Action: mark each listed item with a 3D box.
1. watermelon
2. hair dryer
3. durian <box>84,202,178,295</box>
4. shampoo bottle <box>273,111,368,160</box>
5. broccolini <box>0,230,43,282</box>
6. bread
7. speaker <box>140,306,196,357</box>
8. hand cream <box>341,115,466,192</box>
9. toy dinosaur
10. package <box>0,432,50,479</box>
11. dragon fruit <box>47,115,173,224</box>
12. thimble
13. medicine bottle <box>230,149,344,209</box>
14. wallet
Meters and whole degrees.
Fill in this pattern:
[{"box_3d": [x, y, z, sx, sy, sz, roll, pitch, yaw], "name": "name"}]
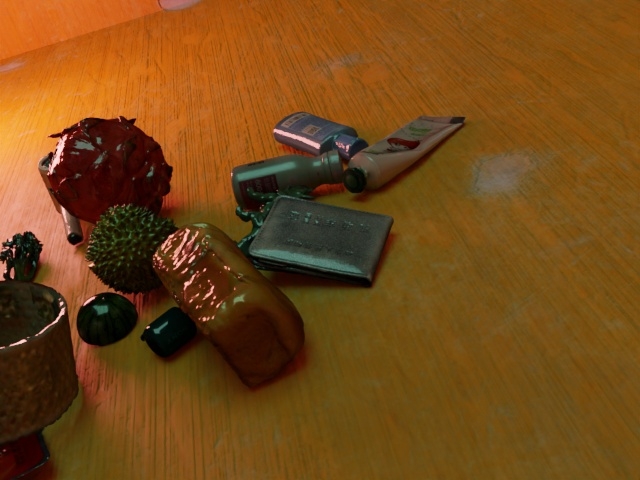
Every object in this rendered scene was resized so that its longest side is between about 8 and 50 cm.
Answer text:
[{"box_3d": [-0.367, 0.125, 1.374, 0.105, 0.062, 0.105, -5, 37, 4], "name": "watermelon"}, {"box_3d": [-0.550, -0.074, 1.738, 0.073, 0.131, 0.236, -18, 45, -7], "name": "hair dryer"}, {"box_3d": [-0.317, 0.021, 1.425, 0.146, 0.198, 0.159, 9, 83, 34], "name": "durian"}, {"box_3d": [0.006, -0.220, 1.740, 0.104, 0.061, 0.258, -31, 34, -24], "name": "shampoo bottle"}, {"box_3d": [-0.598, 0.045, 1.609, 0.091, 0.068, 0.203, -5, 29, -18], "name": "broccolini"}, {"box_3d": [-0.141, 0.087, 1.234, 0.132, 0.167, 0.294, -45, 36, -1], "name": "bread"}, {"box_3d": [-0.246, 0.150, 1.296, 0.075, 0.060, 0.094, -38, 2, -30], "name": "speaker"}, {"box_3d": [0.161, -0.187, 1.626, 0.121, 0.076, 0.336, 13, 36, 37], "name": "hand cream"}, {"box_3d": [-0.118, -0.026, 1.467, 0.292, 0.079, 0.120, -35, 58, -30], "name": "toy dinosaur"}, {"box_3d": [-0.522, 0.325, 1.124, 0.269, 0.071, 0.194, -28, 33, -19], "name": "package"}, {"box_3d": [-0.429, -0.138, 1.655, 0.252, 0.241, 0.241, -8, 27, -21], "name": "dragon fruit"}, {"box_3d": [-0.502, 0.176, 1.207, 0.270, 0.150, 0.271, 0, 21, 0], "name": "thimble"}, {"box_3d": [-0.063, -0.124, 1.594, 0.216, 0.090, 0.090, -12, 32, 7], "name": "medicine bottle"}, {"box_3d": [0.000, -0.002, 1.369, 0.222, 0.036, 0.167, 10, 45, 15], "name": "wallet"}]
